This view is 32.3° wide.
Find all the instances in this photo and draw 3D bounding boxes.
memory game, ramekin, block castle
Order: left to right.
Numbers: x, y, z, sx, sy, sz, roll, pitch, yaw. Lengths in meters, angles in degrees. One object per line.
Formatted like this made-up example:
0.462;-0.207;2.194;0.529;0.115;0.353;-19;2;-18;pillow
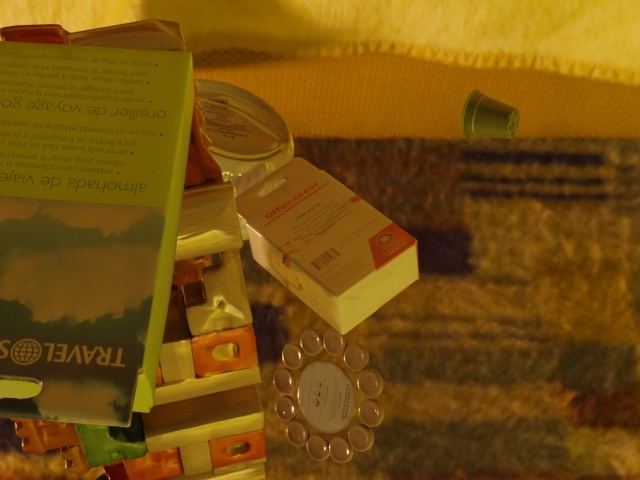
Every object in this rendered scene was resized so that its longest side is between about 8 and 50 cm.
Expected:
-0.190;0.049;1.031;0.213;0.453;0.303;-12;50;-10;block castle
-0.131;-0.106;1.349;0.207;0.109;0.207;15;38;-12;ramekin
0.010;0.207;1.482;0.012;0.186;0.186;-3;46;-53;memory game

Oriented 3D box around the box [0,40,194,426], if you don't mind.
-0.113;-0.003;0.450;0.109;0.042;0.178;3;57;0;box

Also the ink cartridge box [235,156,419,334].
0.000;0.000;1.218;0.115;0.067;0.198;-34;52;-22;ink cartridge box

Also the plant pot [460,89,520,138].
0.286;-0.202;1.840;0.079;0.083;0.083;18;55;28;plant pot
